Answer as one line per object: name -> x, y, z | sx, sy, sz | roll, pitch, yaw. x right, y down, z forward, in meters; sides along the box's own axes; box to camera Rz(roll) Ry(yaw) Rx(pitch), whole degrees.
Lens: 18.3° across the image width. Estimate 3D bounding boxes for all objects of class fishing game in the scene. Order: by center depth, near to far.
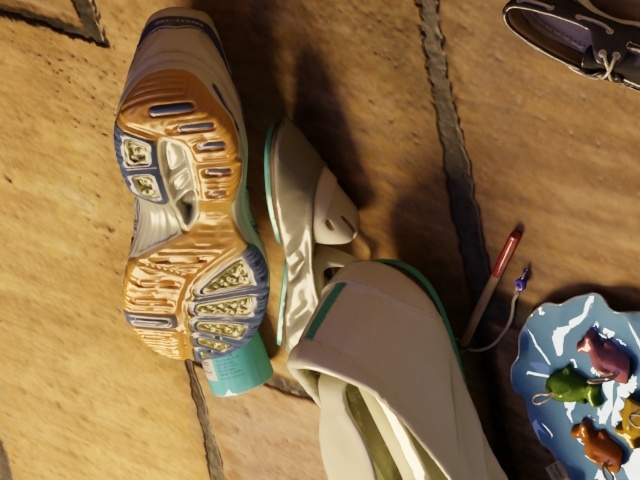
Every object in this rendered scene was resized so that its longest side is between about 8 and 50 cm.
fishing game -> 0.198, 0.122, 1.350 | 0.264, 0.041, 0.189 | 41, 142, 17

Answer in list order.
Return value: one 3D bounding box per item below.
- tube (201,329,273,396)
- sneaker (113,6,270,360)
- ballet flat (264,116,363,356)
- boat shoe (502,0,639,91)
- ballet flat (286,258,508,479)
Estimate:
tube -> -0.095, 0.021, 1.571 | 0.080, 0.052, 0.207 | -4, 112, 43
sneaker -> -0.089, -0.038, 1.466 | 0.112, 0.131, 0.296 | 3, 136, -1
ballet flat -> 0.000, 0.000, 1.449 | 0.068, 0.072, 0.213 | 6, 130, 10
boat shoe -> 0.165, -0.116, 1.186 | 0.125, 0.038, 0.046 | 36, 141, 20
ballet flat -> 0.081, 0.203, 1.446 | 0.139, 0.139, 0.400 | -1, 123, 47
